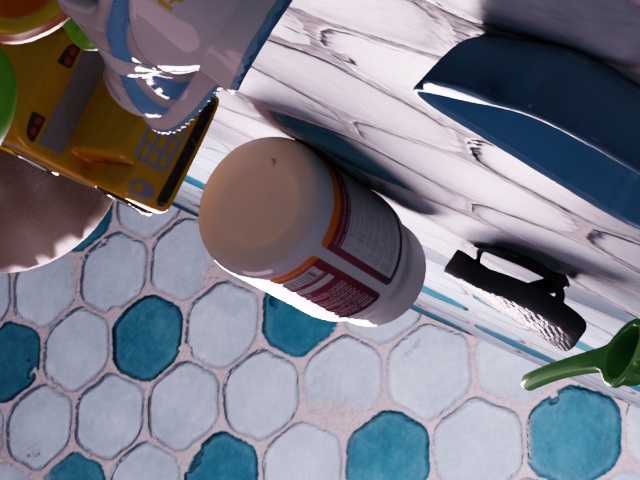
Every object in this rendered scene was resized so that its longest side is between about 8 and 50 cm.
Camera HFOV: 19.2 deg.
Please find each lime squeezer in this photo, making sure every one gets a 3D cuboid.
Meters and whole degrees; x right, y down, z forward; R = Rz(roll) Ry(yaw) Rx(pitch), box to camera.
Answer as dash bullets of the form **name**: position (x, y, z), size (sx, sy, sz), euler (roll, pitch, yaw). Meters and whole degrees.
- **lime squeezer**: position (0.269, 0.092, 1.438), size (0.310, 0.058, 0.110), euler (1, 169, 36)

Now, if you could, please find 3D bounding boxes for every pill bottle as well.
- **pill bottle**: position (0.000, 0.000, 1.605), size (0.121, 0.121, 0.221), euler (23, 176, 31)

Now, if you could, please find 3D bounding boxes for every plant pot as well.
- **plant pot**: position (-0.333, -0.115, 1.834), size (0.215, 0.215, 0.230), euler (24, 162, 27)

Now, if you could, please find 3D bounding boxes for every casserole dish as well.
- **casserole dish**: position (0.125, -0.040, 0.811), size (0.188, 0.037, 0.114), euler (29, 176, -32)

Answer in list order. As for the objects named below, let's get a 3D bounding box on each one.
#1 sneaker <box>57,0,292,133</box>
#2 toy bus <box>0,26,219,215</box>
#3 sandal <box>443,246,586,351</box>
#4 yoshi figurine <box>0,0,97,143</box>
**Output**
- **sneaker**: position (-0.072, -0.110, 0.863), size (0.092, 0.087, 0.229), euler (33, 168, -9)
- **toy bus**: position (-0.218, -0.116, 1.548), size (0.130, 0.108, 0.333), euler (30, 175, -34)
- **sandal**: position (0.162, 0.033, 1.604), size (0.097, 0.054, 0.254), euler (35, 180, -14)
- **yoshi figurine**: position (-0.218, -0.106, 1.044), size (0.204, 0.203, 0.362), euler (20, -179, -15)
